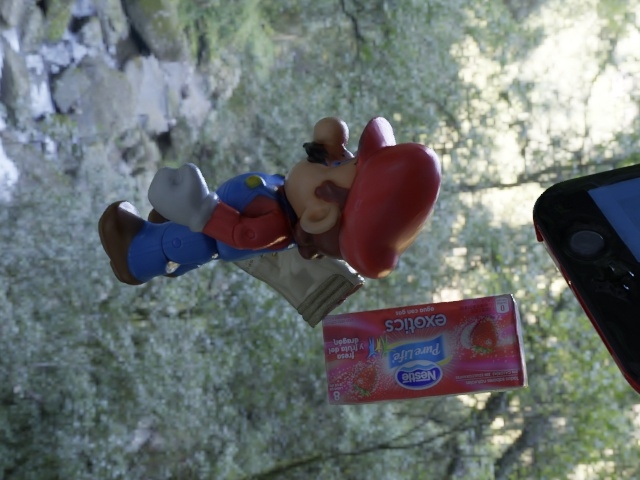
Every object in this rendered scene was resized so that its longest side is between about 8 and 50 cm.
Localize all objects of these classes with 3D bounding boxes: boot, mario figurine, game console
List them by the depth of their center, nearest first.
[{"bbox_3d":[-0.044,-0.051,0.835,0.198,0.320,0.170,-72,144,-49],"label":"mario figurine"},{"bbox_3d":[0.476,0.011,1.038,0.342,0.386,0.060,-108,-175,-53],"label":"game console"},{"bbox_3d":[0.000,0.000,1.463,0.262,0.203,0.095,-46,171,-31],"label":"boot"}]

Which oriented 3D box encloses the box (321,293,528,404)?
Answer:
[{"bbox_3d":[0.167,0.178,1.407,0.154,0.300,0.142,34,49,-72],"label":"box"}]
